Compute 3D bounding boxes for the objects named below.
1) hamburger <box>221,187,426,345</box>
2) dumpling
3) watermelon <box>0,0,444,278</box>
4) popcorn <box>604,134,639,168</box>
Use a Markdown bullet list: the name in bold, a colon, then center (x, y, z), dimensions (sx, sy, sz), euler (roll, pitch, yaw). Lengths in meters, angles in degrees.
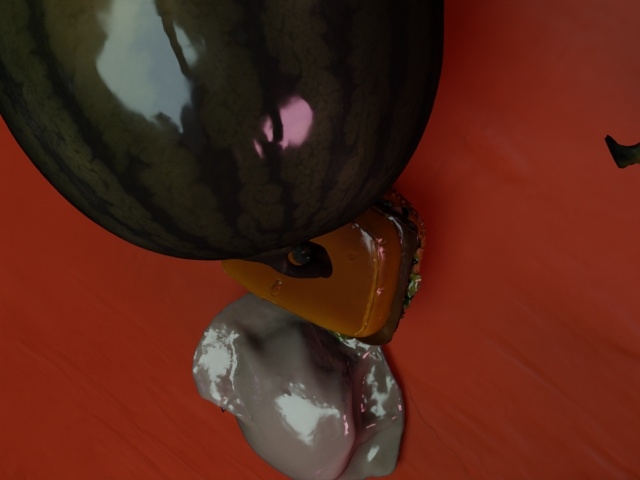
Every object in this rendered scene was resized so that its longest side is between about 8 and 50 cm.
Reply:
- **hamburger**: center (0.000, 0.000, 0.853), dimensions (0.165, 0.087, 0.137), euler (27, 126, 21)
- **dumpling**: center (-0.009, 0.118, 0.924), dimensions (0.176, 0.092, 0.150), euler (42, 115, 15)
- **watermelon**: center (-0.067, -0.141, 0.697), dimensions (0.278, 0.279, 0.360), euler (-14, 93, 37)
- **popcorn**: center (0.262, -0.042, 0.557), dimensions (0.225, 0.249, 0.249), euler (-1, 116, 1)
